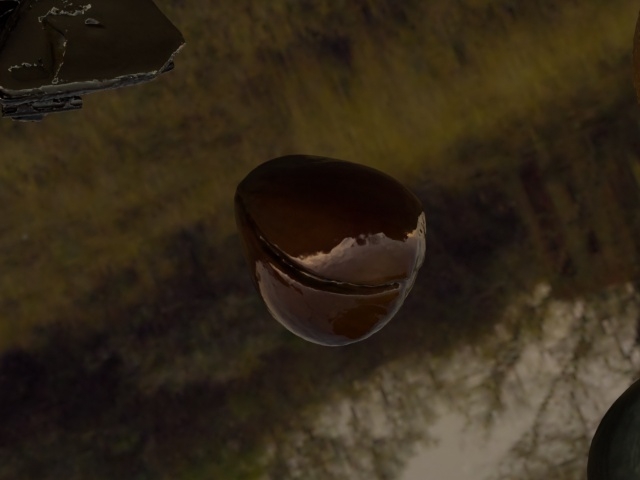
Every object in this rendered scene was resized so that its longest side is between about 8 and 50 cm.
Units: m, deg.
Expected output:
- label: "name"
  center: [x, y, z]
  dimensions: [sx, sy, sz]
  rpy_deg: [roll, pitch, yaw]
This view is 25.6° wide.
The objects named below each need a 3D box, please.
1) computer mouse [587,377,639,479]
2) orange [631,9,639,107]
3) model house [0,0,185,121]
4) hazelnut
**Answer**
- label: "computer mouse"
  center: [0.224, 0.071, 0.602]
  dimensions: [0.229, 0.113, 0.068]
  rpy_deg: [-24, 164, 13]
- label: "orange"
  center: [0.396, -0.159, 1.198]
  dimensions: [0.274, 0.274, 0.274]
  rpy_deg: [-22, 177, -1]
- label: "model house"
  center: [-0.251, -0.179, 1.401]
  dimensions: [0.203, 0.141, 0.164]
  rpy_deg: [-5, 166, -25]
- label: "hazelnut"
  center: [0.000, 0.000, 1.430]
  dimensions: [0.208, 0.208, 0.208]
  rpy_deg: [-22, 177, -1]
